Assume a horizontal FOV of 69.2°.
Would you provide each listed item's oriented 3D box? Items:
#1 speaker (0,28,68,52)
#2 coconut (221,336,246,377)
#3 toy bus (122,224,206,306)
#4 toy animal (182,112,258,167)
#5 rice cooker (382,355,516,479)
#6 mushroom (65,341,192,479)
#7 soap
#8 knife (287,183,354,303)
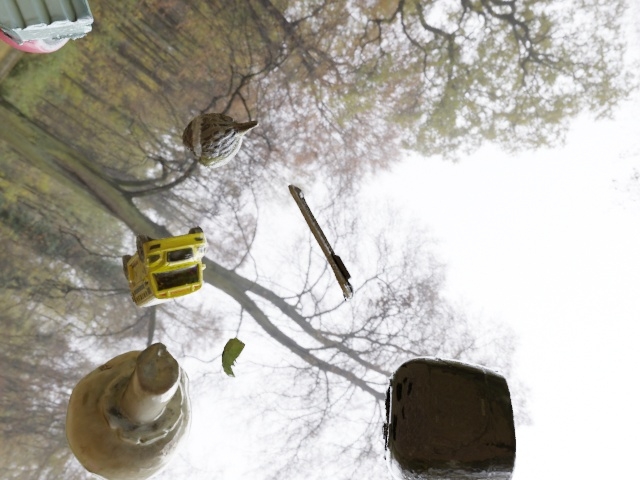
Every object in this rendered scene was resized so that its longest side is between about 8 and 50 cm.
[{"bbox_3d":[-0.799,-0.679,1.277,0.294,0.294,0.294,-30,-140,29],"label":"speaker"},{"bbox_3d":[-0.284,0.368,1.474,0.158,0.055,0.133,130,-28,-51],"label":"coconut"},{"bbox_3d":[-0.377,0.073,1.121,0.330,0.144,0.151,-24,-101,57],"label":"toy bus"},{"bbox_3d":[-0.184,-0.192,0.831,0.137,0.098,0.098,-32,-141,28],"label":"toy animal"},{"bbox_3d":[0.237,0.359,0.901,0.225,0.267,0.267,2,-127,5],"label":"rice cooker"},{"bbox_3d":[-0.430,0.381,1.090,0.314,0.315,0.336,-95,-152,-45],"label":"mushroom"},{"bbox_3d":[-0.502,-0.479,0.782,0.150,0.261,0.094,-19,-162,-21],"label":"soap"},{"bbox_3d":[0.006,-0.003,1.230,0.043,0.089,0.365,-29,-106,4],"label":"knife"}]
